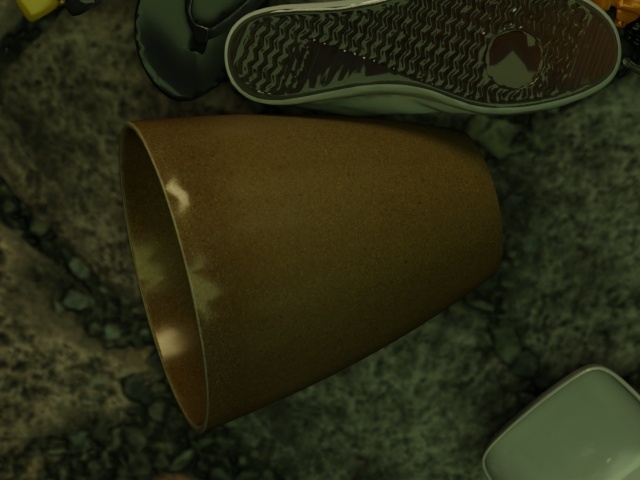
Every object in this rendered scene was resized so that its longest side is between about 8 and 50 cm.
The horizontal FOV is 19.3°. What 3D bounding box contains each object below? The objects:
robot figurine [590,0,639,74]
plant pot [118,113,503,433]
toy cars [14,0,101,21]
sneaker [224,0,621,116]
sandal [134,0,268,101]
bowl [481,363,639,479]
[{"bbox_3d":[0.245,-0.234,1.431,0.291,0.085,0.211,15,103,-6],"label":"robot figurine"},{"bbox_3d":[0.000,0.000,1.418,0.254,0.237,0.237,-13,104,-13],"label":"plant pot"},{"bbox_3d":[-0.128,-0.343,1.388,0.176,0.087,0.393,17,99,-11],"label":"toy cars"},{"bbox_3d":[0.080,-0.146,1.420,0.290,0.123,0.105,1,91,7],"label":"sneaker"},{"bbox_3d":[-0.062,-0.222,1.432,0.097,0.054,0.254,31,100,-10],"label":"sandal"},{"bbox_3d":[0.216,0.179,1.547,0.142,0.053,0.142,-39,102,7],"label":"bowl"}]
